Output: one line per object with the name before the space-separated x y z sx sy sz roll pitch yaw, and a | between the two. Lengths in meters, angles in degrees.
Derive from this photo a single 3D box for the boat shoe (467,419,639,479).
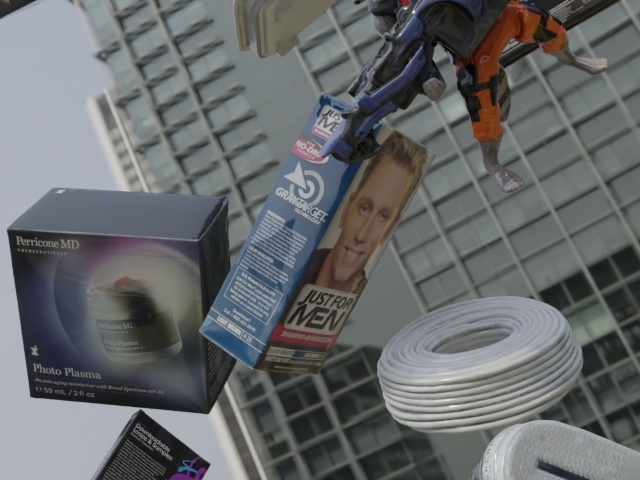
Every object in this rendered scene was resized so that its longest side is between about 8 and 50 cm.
boat shoe | 0.274 0.240 0.841 0.121 0.335 0.119 -61 0 -25

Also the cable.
cable | 0.201 0.153 1.336 0.257 0.089 0.257 -3 19 47

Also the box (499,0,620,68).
box | 0.294 -0.435 1.334 0.395 0.318 0.097 -30 8 24

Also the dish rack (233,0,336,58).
dish rack | -0.005 -0.458 1.863 0.333 0.072 0.285 -43 -8 -9

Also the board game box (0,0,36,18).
board game box | -0.279 -0.323 0.892 0.042 0.243 0.165 -34 18 -35

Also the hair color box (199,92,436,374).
hair color box | 0.000 0.000 1.378 0.174 0.105 0.347 16 -77 -60

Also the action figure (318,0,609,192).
action figure | 0.126 -0.203 1.161 0.341 0.178 0.330 -47 -65 0

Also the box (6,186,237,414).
box | -0.296 0.089 1.620 0.296 0.294 0.182 3 23 10

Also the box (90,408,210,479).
box | -0.212 0.297 1.252 0.029 0.116 0.162 -35 18 46
